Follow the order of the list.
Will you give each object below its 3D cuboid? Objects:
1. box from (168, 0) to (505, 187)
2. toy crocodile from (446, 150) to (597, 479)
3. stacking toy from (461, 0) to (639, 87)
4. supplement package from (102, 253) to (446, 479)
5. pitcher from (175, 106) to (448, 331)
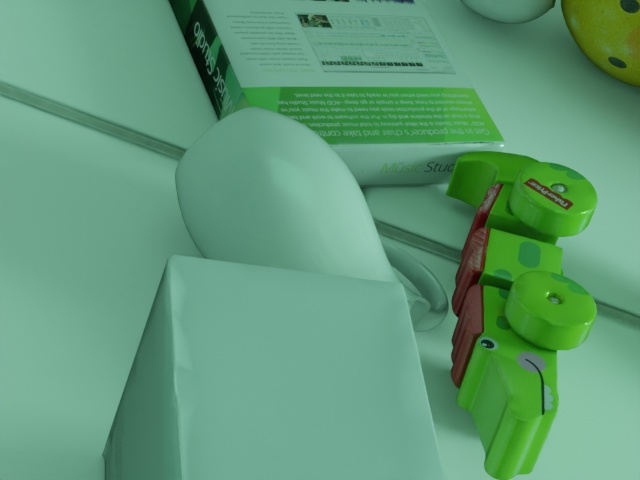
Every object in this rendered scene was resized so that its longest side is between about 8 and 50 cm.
[{"bbox_3d":[-0.002,-0.176,1.295,0.232,0.058,0.322,-2,47,-26],"label":"box"},{"bbox_3d":[0.144,0.039,1.098,0.105,0.115,0.340,14,41,-1],"label":"toy crocodile"},{"bbox_3d":[0.358,-0.242,1.406,0.480,0.350,0.350,6,42,9],"label":"stacking toy"},{"bbox_3d":[-0.036,0.151,0.837,0.149,0.203,0.194,7,45,-17],"label":"supplement package"},{"bbox_3d":[0.000,0.000,1.084,0.207,0.125,0.178,50,27,12],"label":"pitcher"}]
